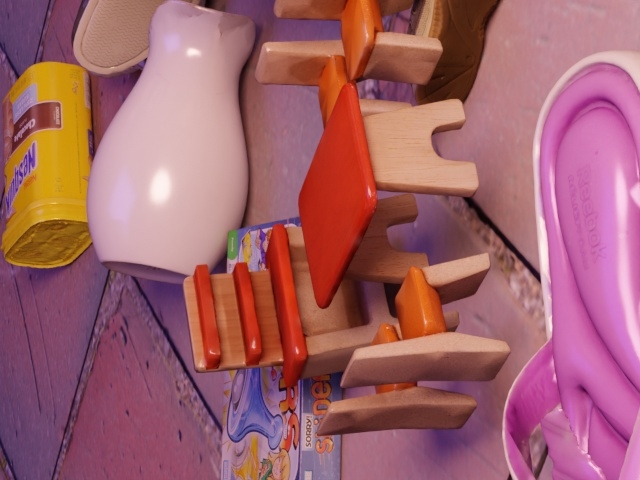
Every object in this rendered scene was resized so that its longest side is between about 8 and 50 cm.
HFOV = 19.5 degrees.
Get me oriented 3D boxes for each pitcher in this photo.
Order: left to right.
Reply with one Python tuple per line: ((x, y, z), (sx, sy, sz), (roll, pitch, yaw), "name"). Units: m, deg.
((-0.117, -0.070, 1.505), (0.178, 0.125, 0.207), (128, 153, -78), "pitcher")

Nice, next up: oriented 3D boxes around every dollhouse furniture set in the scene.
((0.000, 0.000, 1.163), (0.259, 0.135, 0.262), (112, 151, -61), "dollhouse furniture set")

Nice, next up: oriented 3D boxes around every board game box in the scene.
((-0.028, 0.087, 1.378), (0.136, 0.035, 0.201), (-12, 76, 62), "board game box")

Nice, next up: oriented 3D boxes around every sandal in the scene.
((0.146, 0.094, 0.961), (0.169, 0.102, 0.416), (-46, 44, 52), "sandal")

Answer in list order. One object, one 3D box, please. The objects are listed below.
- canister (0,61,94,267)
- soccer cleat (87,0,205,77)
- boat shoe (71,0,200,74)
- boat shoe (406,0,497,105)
((-0.265, -0.074, 1.819), (0.126, 0.073, 0.170), (-39, 51, 54), "canister")
((-0.160, -0.174, 1.641), (0.196, 0.068, 0.076), (-31, 62, 54), "soccer cleat")
((-0.132, -0.243, 1.543), (0.233, 0.084, 0.079), (-58, 30, 7), "boat shoe")
((0.082, -0.157, 1.180), (0.049, 0.056, 0.152), (50, 130, 47), "boat shoe")
